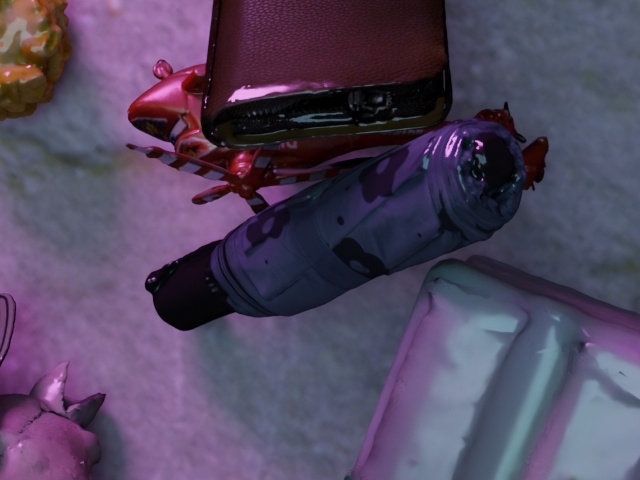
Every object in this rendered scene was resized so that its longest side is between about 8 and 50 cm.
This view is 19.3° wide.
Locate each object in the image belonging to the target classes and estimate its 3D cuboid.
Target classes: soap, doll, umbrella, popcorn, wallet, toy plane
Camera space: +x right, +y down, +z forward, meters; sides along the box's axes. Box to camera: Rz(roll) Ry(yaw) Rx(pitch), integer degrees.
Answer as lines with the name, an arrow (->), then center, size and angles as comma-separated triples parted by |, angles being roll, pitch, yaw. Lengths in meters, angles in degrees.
soap -> 0.100, 0.256, 0.852 | 0.261, 0.156, 0.446 | 20, 93, 8
doll -> -0.182, 0.144, 0.921 | 0.192, 0.149, 0.095 | -22, 126, 17
umbrella -> 0.001, 0.002, 0.853 | 0.250, 0.052, 0.053 | -25, 91, 50
popcorn -> -0.163, -0.101, 0.944 | 0.083, 0.057, 0.082 | -25, 93, 5
wallet -> 0.004, -0.116, 0.860 | 0.110, 0.198, 0.031 | -7, 131, 7
toy plane -> 0.007, -0.059, 0.897 | 0.194, 0.126, 0.077 | -9, 61, 10

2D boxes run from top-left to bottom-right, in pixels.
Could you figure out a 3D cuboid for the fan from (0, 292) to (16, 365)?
fan -> -0.207, 0.112, 0.891 | 0.132, 0.220, 0.009 | -24, 127, 23
